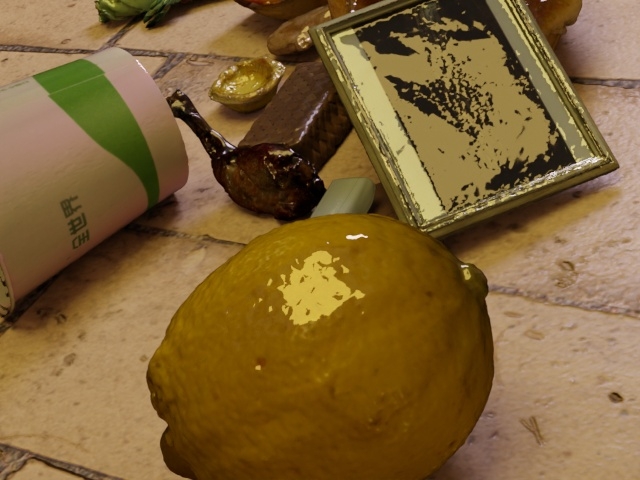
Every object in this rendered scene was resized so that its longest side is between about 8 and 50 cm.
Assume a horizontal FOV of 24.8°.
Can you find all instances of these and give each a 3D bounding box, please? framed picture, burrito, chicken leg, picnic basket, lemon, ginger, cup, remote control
[{"bbox_3d":[0.143,-0.152,1.504,0.231,0.018,0.293,-22,62,-6],"label":"framed picture"},{"bbox_3d":[-0.209,-0.365,2.140,0.288,0.054,0.104,-10,38,17],"label":"burrito"},{"bbox_3d":[-0.087,-0.089,1.634,0.253,0.106,0.051,30,53,33],"label":"chicken leg"},{"bbox_3d":[-0.019,-0.147,1.725,0.110,0.055,0.193,2,43,33],"label":"picnic basket"},{"bbox_3d":[-0.001,0.108,1.199,0.320,0.245,0.245,-32,32,13],"label":"lemon"},{"bbox_3d":[0.083,-0.312,1.874,0.334,0.081,0.148,-21,50,5],"label":"ginger"},{"bbox_3d":[-0.310,-0.083,1.660,0.274,0.253,0.253,-30,34,-22],"label":"cup"},{"bbox_3d":[0.000,0.000,1.485,0.061,0.029,0.162,-5,45,45],"label":"remote control"}]

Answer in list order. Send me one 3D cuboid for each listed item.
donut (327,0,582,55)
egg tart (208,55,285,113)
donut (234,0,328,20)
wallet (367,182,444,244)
[{"bbox_3d":[0.150,-0.282,1.689,0.330,0.160,0.330,0,51,0],"label":"donut"},{"bbox_3d":[-0.090,-0.193,1.841,0.105,0.039,0.105,-16,34,11],"label":"egg tart"},{"bbox_3d":[-0.014,-0.377,1.953,0.259,0.101,0.152,-38,48,15],"label":"donut"},{"bbox_3d":[0.060,-0.006,1.499,0.118,0.038,0.152,-27,33,-2],"label":"wallet"}]
